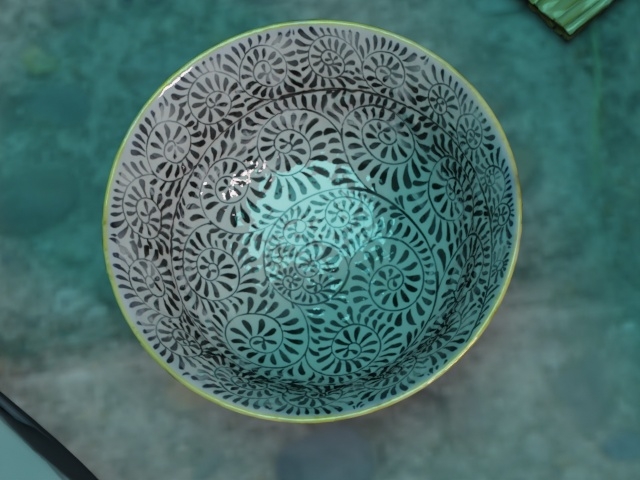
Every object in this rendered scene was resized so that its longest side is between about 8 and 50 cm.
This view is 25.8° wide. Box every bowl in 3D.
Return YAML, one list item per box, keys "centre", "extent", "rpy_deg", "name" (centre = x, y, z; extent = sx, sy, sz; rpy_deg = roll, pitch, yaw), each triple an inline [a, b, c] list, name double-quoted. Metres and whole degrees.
- centre: [0.000, 0.000, 0.593]
  extent: [0.170, 0.080, 0.170]
  rpy_deg: [-2, 72, 7]
  name: "bowl"

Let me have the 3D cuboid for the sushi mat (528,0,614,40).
- centre: [0.185, -0.240, 0.676]
  extent: [0.316, 0.019, 0.151]
  rpy_deg: [-39, 73, -5]
  name: "sushi mat"

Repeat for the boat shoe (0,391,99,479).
- centre: [-0.169, 0.131, 0.545]
  extent: [0.367, 0.136, 0.156]
  rpy_deg: [38, 81, 19]
  name: "boat shoe"
